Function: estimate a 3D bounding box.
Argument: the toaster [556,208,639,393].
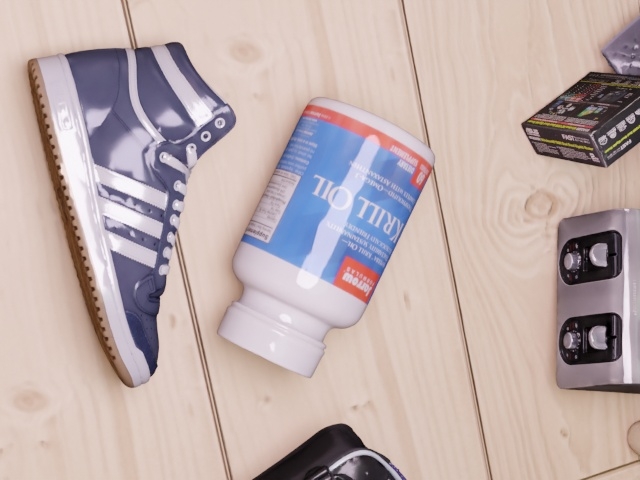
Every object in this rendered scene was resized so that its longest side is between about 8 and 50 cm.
[{"bbox_3d":[0.320,0.064,1.311,0.185,0.110,0.168,6,81,-21],"label":"toaster"}]

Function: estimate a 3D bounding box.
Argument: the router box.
[{"bbox_3d":[0.255,-0.112,1.277,0.092,0.122,0.038,-36,110,-13],"label":"router box"}]

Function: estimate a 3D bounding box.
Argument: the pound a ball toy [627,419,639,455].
[{"bbox_3d":[0.489,0.233,1.391,0.319,0.135,0.208,-19,102,-18],"label":"pound a ball toy"}]

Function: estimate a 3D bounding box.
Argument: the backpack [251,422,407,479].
[{"bbox_3d":[0.007,0.312,1.192,0.225,0.191,0.253,-36,99,-11],"label":"backpack"}]

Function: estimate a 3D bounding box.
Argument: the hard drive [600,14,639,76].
[{"bbox_3d":[0.411,-0.187,1.309,0.254,0.054,0.172,-35,82,5],"label":"hard drive"}]

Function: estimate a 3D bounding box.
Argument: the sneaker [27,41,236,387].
[{"bbox_3d":[-0.135,-0.028,1.157,0.153,0.099,0.282,-15,97,-16],"label":"sneaker"}]

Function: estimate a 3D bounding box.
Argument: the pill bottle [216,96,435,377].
[{"bbox_3d":[0.000,0.000,1.195,0.124,0.124,0.222,26,86,-20],"label":"pill bottle"}]
